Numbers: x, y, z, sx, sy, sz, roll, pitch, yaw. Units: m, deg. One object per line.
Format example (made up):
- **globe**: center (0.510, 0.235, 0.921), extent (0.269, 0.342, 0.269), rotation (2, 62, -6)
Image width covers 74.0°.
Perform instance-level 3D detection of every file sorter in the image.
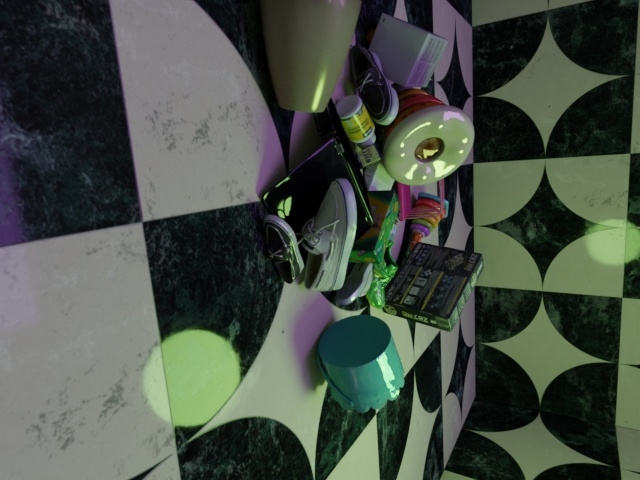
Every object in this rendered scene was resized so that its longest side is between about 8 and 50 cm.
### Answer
- **file sorter**: center (0.460, -0.214, 1.915), extent (0.291, 0.182, 0.202), rotation (-35, 122, -67)

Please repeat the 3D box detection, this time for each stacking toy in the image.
- **stacking toy**: center (0.508, -0.075, 2.114), extent (0.301, 0.166, 0.175), rotation (-62, 157, -18)
- **stacking toy**: center (0.363, -0.486, 1.707), extent (0.350, 0.351, 0.479), rotation (52, 18, -47)

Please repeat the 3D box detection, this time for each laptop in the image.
- **laptop**: center (0.005, -0.172, 1.361), extent (0.407, 0.237, 0.382), rotation (-96, 163, -45)

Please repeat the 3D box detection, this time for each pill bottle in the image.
- **pill bottle**: center (0.128, -0.409, 1.488), extent (0.184, 0.103, 0.103), rotation (46, 54, -49)

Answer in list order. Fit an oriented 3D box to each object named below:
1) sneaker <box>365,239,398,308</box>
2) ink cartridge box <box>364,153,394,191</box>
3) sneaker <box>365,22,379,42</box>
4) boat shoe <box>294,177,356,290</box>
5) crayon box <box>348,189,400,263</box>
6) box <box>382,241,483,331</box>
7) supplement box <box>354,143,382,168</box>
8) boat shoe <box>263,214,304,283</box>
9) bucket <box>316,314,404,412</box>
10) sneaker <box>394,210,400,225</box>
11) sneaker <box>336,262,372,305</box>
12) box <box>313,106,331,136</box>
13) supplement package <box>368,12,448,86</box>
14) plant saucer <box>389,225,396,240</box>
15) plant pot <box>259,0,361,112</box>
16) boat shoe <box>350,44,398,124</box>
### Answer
- **sneaker**: center (0.241, 0.130, 1.686), extent (0.109, 0.124, 0.295), rotation (-6, 98, -59)
- **ink cartridge box**: center (0.228, -0.222, 1.736), extent (0.189, 0.066, 0.232), rotation (15, 100, -58)
- **sneaker**: center (0.230, -0.806, 1.675), extent (0.175, 0.064, 0.067), rotation (-50, 143, -41)
- **boat shoe**: center (-0.004, -0.003, 1.224), extent (0.157, 0.136, 0.367), rotation (-7, 127, -23)
- **crayon box**: center (0.164, -0.052, 1.510), extent (0.081, 0.166, 0.278), rotation (57, 45, -43)
- **box**: center (0.491, 0.185, 1.860), extent (0.395, 0.318, 0.097), rotation (-51, 133, -33)
- **supplement box**: center (0.172, -0.304, 1.547), extent (0.083, 0.083, 0.056), rotation (-57, 122, -85)
- **boat shoe**: center (-0.104, 0.029, 1.159), extent (0.070, 0.078, 0.219), rotation (-60, 141, -39)
- **bucket**: center (0.129, 0.389, 1.389), extent (0.281, 0.281, 0.183), rotation (-49, 130, -46)
- **sneaker**: center (0.203, -0.031, 1.637), extent (0.107, 0.118, 0.279), rotation (47, 68, -16)
- **sneaker**: center (0.138, 0.167, 1.548), extent (0.258, 0.094, 0.091), rotation (-47, 126, -48)
- **box**: center (0.007, -0.387, 1.373), extent (0.067, 0.018, 0.083), rotation (-46, 129, -48)
- **supplement package**: center (0.331, -0.729, 1.651), extent (0.263, 0.199, 0.198), rotation (-30, 149, -54)
- **plant saucer**: center (0.274, -0.059, 1.802), extent (0.195, 0.038, 0.194), rotation (-23, 117, -58)
- **plant pot**: center (-0.037, -0.487, 1.114), extent (0.256, 0.257, 0.273), rotation (-33, 136, -53)
- **boat shoe**: center (0.169, -0.548, 1.497), extent (0.119, 0.121, 0.335), rotation (11, 52, -41)
